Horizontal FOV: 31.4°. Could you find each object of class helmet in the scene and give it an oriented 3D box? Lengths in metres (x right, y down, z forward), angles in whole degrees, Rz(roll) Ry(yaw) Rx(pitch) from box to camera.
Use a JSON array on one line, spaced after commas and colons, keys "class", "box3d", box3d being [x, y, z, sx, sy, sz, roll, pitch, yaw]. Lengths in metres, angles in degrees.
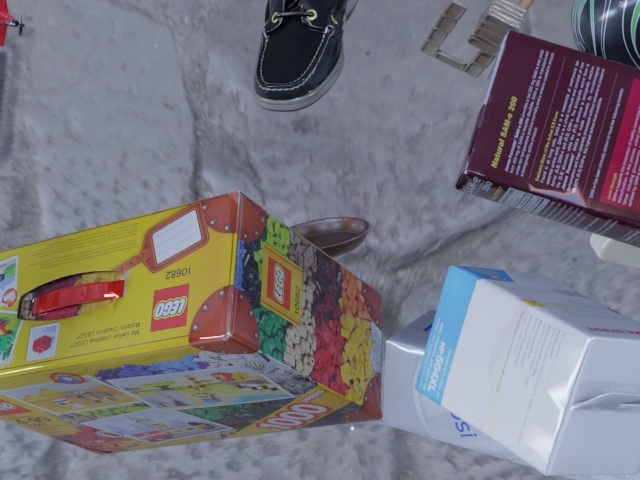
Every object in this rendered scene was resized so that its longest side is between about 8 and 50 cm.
[{"class": "helmet", "box3d": [0.373, -0.265, 1.313, 0.169, 0.169, 0.161, -34, 110, -4]}]

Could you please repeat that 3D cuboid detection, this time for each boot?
[{"class": "boot", "box3d": [-0.036, -0.400, 1.656, 0.138, 0.284, 0.377, 6, 50, 20]}]

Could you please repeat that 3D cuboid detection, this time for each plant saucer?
[{"class": "plant saucer", "box3d": [0.000, 0.000, 1.850, 0.168, 0.168, 0.029, -9, 106, 0]}]

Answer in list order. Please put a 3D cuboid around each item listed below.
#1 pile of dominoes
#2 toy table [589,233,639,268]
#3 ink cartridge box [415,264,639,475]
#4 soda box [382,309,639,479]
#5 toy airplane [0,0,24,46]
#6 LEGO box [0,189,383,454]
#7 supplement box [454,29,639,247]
[{"class": "pile of dominoes", "box3d": [0.287, -0.336, 1.922, 0.196, 0.251, 0.040, 26, 78, -3]}, {"class": "toy table", "box3d": [0.402, -0.027, 1.114, 0.274, 0.252, 0.161, 20, 121, -15]}, {"class": "ink cartridge box", "box3d": [0.146, 0.083, 0.709, 0.092, 0.143, 0.090, 7, 105, -36]}, {"class": "soda box", "box3d": [0.202, 0.146, 1.033, 0.286, 0.098, 0.091, 12, 111, 29]}, {"class": "toy airplane", "box3d": [-0.552, -0.369, 1.839, 0.151, 0.151, 0.028, 12, 52, 4]}, {"class": "LEGO box", "box3d": [-0.216, 0.136, 1.548, 0.500, 0.372, 0.193, -13, 61, 29]}, {"class": "supplement box", "box3d": [0.245, -0.072, 0.941, 0.239, 0.073, 0.130, 18, 80, 3]}]
